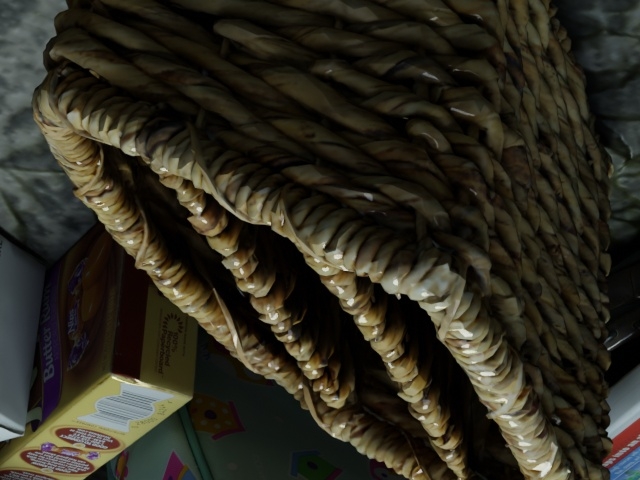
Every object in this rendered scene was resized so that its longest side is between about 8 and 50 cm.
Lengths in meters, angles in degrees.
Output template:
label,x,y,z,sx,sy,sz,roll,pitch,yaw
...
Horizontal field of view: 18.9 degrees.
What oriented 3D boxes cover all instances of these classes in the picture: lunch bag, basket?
label,x,y,z,sx,sy,sz,roll,pitch,yaw
lunch bag,0.014,0.164,1.044,0.224,0.279,0.108,8,128,-28
basket,0.000,0.000,0.811,0.214,0.223,0.299,-4,152,17

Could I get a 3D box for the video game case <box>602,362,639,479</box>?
label,x,y,z,sx,sy,sz,roll,pitch,yaw
video game case,0.284,0.100,1.018,0.285,0.025,0.204,7,151,-18

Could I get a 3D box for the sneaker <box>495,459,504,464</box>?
label,x,y,z,sx,sy,sz,roll,pitch,yaw
sneaker,-0.037,0.275,1.169,0.410,0.182,0.158,-35,119,-1

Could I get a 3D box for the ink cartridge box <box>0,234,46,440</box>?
label,x,y,z,sx,sy,sz,roll,pitch,yaw
ink cartridge box,-0.229,0.064,1.055,0.150,0.109,0.063,-16,145,30

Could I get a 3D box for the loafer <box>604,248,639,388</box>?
label,x,y,z,sx,sy,sz,roll,pitch,yaw
loafer,0.178,0.054,1.026,0.268,0.084,0.096,-16,144,28

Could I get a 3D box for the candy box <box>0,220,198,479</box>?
label,x,y,z,sx,sy,sz,roll,pitch,yaw
candy box,-0.131,0.066,1.051,0.053,0.109,0.187,19,145,-25
